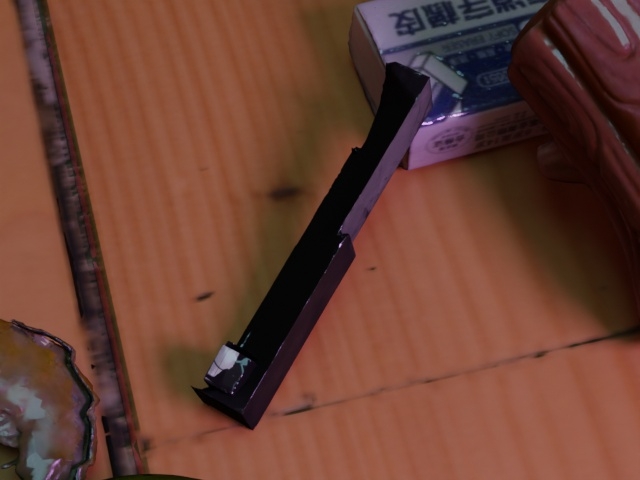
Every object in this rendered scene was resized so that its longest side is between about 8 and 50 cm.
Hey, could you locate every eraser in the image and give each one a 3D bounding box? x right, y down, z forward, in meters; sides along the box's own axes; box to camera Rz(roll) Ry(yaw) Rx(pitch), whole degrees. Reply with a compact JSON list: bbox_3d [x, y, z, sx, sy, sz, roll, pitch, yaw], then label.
[{"bbox_3d":[0.139,-0.138,1.066,0.210,0.068,0.124,-15,60,-12],"label":"eraser"}]

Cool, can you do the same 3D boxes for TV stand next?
[{"bbox_3d":[0.000,0.000,0.945,0.040,0.049,0.256,27,76,16],"label":"TV stand"}]

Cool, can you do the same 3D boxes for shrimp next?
[{"bbox_3d":[-0.249,0.146,0.884,0.253,0.058,0.173,-38,74,-25],"label":"shrimp"}]

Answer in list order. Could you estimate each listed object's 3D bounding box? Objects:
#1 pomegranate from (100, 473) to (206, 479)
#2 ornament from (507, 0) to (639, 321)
[{"bbox_3d":[-0.116,0.217,0.778,0.240,0.159,0.190,-12,58,-3],"label":"pomegranate"},{"bbox_3d":[0.246,-0.077,0.928,0.218,0.221,0.235,56,29,10],"label":"ornament"}]
